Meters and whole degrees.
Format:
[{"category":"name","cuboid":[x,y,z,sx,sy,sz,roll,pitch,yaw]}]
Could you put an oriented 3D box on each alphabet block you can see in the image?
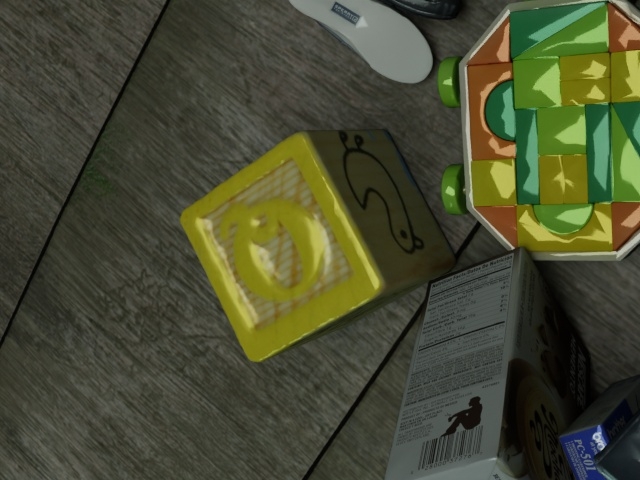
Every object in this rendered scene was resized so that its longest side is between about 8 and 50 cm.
[{"category":"alphabet block","cuboid":[0.000,0.000,1.119,0.193,0.197,0.192,-34,81,28]}]

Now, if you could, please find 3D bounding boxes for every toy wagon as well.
[{"category":"toy wagon","cuboid":[0.249,-0.152,1.031,0.267,0.068,0.345,0,97,29]}]

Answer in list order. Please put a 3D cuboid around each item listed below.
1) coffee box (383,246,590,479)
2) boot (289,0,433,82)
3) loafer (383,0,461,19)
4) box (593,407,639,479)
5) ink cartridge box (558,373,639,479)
[{"category":"coffee box","cuboid":[0.171,0.167,0.965,0.118,0.297,0.168,-23,115,28]},{"category":"boot","cuboid":[0.046,-0.251,1.140,0.190,0.086,0.069,36,107,-10]},{"category":"loafer","cuboid":[0.068,-0.317,1.106,0.223,0.076,0.078,40,122,23]},{"category":"box","cuboid":[0.454,0.079,0.817,0.212,0.293,0.395,42,115,19]},{"category":"ink cartridge box","cuboid":[0.296,0.200,0.972,0.046,0.207,0.097,-25,85,30]}]
